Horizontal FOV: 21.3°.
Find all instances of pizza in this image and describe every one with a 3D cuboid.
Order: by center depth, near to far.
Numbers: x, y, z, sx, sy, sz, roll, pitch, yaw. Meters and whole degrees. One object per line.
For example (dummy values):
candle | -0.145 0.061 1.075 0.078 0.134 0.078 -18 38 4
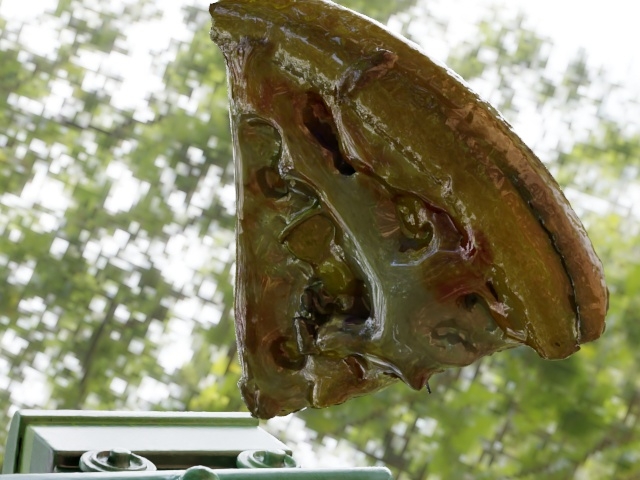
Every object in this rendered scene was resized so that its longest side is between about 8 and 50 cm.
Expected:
pizza | 0.000 0.000 0.616 0.036 0.184 0.176 -22 -20 -52

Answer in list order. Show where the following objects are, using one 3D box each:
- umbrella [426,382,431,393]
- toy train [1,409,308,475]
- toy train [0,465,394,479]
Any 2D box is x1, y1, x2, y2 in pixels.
umbrella | 0.072 0.070 1.390 0.013 0.122 0.022 -32 -23 27
toy train | -0.145 0.234 1.596 0.301 0.202 0.120 4 -79 -30
toy train | -0.071 0.175 0.878 0.248 0.101 0.159 -1 -51 -16
